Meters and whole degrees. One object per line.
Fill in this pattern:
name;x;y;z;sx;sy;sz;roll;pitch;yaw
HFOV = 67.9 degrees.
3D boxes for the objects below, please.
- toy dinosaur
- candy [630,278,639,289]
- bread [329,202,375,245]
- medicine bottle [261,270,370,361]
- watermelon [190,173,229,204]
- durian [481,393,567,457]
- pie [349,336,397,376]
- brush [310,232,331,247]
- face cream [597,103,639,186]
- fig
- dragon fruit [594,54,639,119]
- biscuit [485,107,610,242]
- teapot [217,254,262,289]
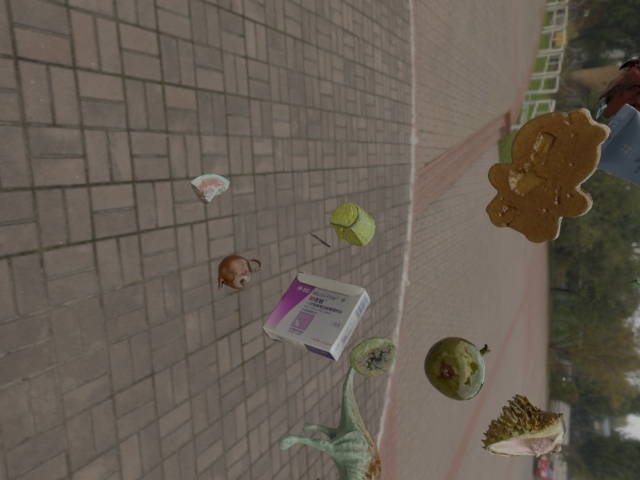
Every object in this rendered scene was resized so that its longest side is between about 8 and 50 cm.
toy dinosaur;0.040;0.406;0.983;0.092;0.206;0.393;79;30;-44
candy;0.791;0.183;0.972;0.092;0.336;0.093;-47;165;-24
bread;0.102;-0.053;1.488;0.114;0.129;0.111;44;63;-46
medicine bottle;-0.009;0.165;1.065;0.171;0.201;0.052;-55;136;-27
watermelon;-0.238;-0.108;1.042;0.085;0.085;0.061;47;23;-52
durian;0.547;0.541;1.334;0.305;0.196;0.185;72;-6;-59
pie;0.090;0.195;0.790;0.021;0.084;0.084;-102;176;-60
brush;0.000;0.000;1.489;0.083;0.008;0.024;35;13;-19
face cream;0.737;-0.121;0.955;0.135;0.385;0.086;-62;173;35
fig;0.328;0.299;1.153;0.148;0.142;0.186;-61;167;3
dragon fruit;0.757;-0.340;1.088;0.188;0.182;0.182;95;19;-46
biscuit;0.399;-0.117;0.851;0.035;0.184;0.248;-29;138;-50
teapot;-0.268;0.109;1.559;0.173;0.116;0.116;-25;117;-26
